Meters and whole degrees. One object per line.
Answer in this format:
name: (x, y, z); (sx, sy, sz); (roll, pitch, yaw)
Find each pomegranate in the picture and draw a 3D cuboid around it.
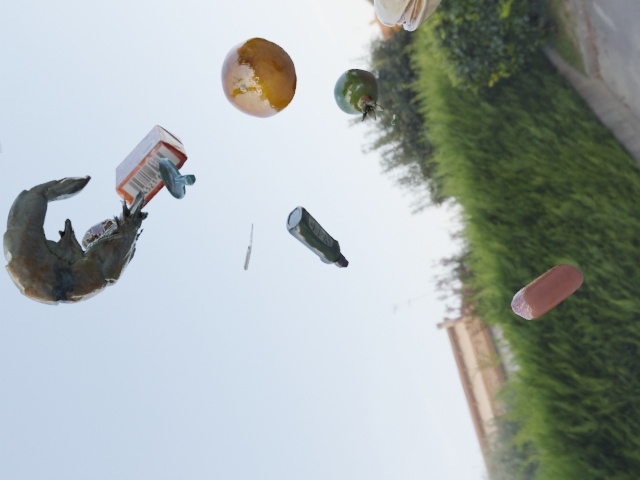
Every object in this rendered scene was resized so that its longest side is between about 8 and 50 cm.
pomegranate: (0.151, -0.547, 2.076); (0.181, 0.181, 0.224); (35, -164, -54)

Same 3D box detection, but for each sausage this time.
sausage: (0.435, 0.098, 1.049); (0.062, 0.154, 0.062); (50, 157, 29)

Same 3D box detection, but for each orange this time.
orange: (-0.206, -0.543, 1.830); (0.261, 0.261, 0.261); (50, -153, -37)

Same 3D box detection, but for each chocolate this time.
chocolate: (-0.539, -0.235, 1.717); (0.108, 0.237, 0.235); (40, -172, -31)

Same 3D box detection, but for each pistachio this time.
pistachio: (0.239, -0.699, 1.485); (0.318, 0.193, 0.214); (123, 153, -74)

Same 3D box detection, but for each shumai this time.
shumai: (-0.723, -0.032, 1.820); (0.123, 0.105, 0.139); (25, -153, 13)

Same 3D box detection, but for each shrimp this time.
shrimp: (-0.475, -0.023, 1.099); (0.247, 0.085, 0.360); (59, -143, -20)

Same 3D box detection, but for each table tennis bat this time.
table tennis bat: (-0.395, -0.170, 1.506); (0.033, 0.201, 0.124); (-30, -67, -29)

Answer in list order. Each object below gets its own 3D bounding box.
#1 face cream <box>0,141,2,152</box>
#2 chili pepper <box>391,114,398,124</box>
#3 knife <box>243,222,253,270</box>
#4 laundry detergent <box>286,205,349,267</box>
face cream: (-0.769, -0.260, 1.278); (0.038, 0.020, 0.115); (-146, 40, -68)
chili pepper: (0.224, -0.366, 1.652); (0.017, 0.030, 0.083); (29, -152, -2)
knife: (-0.243, 0.026, 1.879); (0.298, 0.017, 0.047); (110, 161, -52)
laundry detergent: (0.000, 0.000, 1.588); (0.221, 0.078, 0.144); (40, -163, -25)
